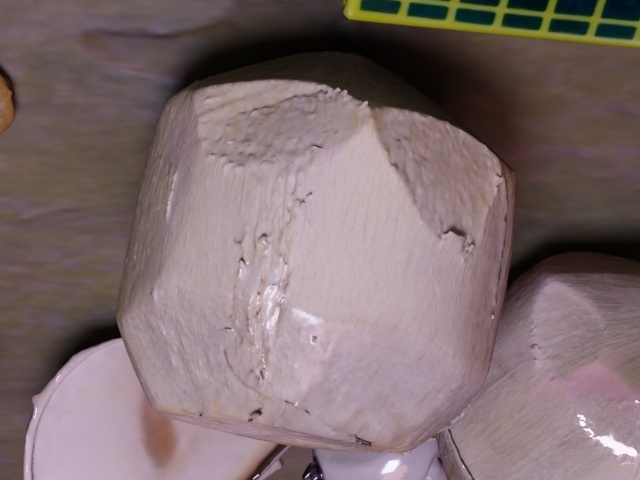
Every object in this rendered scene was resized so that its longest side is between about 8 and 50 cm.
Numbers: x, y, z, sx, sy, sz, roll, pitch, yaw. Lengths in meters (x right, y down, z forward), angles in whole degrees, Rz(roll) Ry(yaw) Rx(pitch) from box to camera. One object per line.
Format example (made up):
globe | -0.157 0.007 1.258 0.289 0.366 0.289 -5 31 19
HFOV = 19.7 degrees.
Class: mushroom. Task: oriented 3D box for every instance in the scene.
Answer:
mushroom | -0.124 0.151 1.337 0.162 0.173 0.236 45 76 2

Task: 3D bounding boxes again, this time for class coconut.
coconut | 0.000 0.000 1.123 0.245 0.247 0.245 10 170 2
coconut | 0.201 0.113 1.272 0.234 0.224 0.224 -33 129 24

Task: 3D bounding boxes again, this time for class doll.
doll | 0.076 0.172 1.380 0.180 0.110 0.107 29 104 -35

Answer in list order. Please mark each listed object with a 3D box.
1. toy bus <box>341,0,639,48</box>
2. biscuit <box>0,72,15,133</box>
toy bus | 0.142 -0.190 1.037 0.262 0.128 0.150 5 134 -10
biscuit | -0.311 -0.077 1.149 0.234 0.030 0.153 -21 130 11
